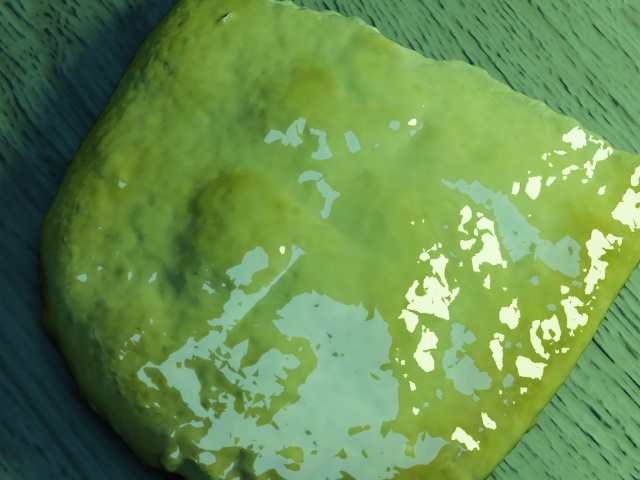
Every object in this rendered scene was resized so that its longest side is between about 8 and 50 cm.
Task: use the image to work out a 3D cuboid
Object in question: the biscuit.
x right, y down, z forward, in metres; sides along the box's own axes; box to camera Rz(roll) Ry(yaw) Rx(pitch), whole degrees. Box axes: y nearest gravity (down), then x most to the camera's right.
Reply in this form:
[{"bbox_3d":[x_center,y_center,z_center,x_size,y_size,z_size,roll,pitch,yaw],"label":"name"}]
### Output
[{"bbox_3d":[0.000,0.000,1.391,0.429,0.104,0.446,34,64,6],"label":"biscuit"}]
